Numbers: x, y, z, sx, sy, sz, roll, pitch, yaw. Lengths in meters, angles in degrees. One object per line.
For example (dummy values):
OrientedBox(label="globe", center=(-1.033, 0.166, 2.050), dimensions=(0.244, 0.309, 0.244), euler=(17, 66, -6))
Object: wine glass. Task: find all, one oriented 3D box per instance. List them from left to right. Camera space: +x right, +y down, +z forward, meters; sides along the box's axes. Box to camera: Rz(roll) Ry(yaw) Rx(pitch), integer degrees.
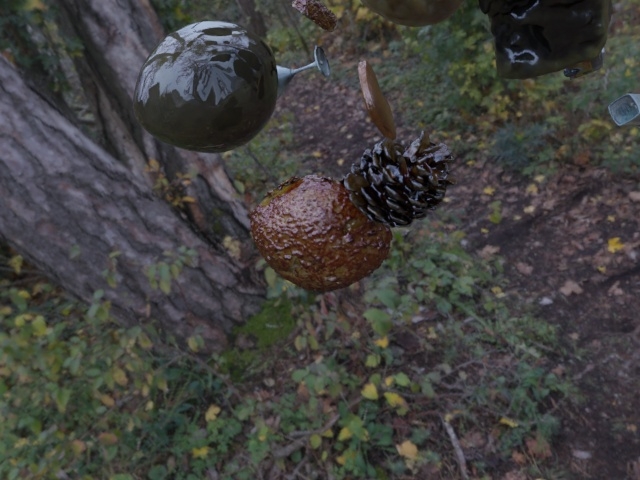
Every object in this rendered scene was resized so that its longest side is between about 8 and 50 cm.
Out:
OrientedBox(label="wine glass", center=(-0.072, -0.497, 1.619), dimensions=(0.183, 0.122, 0.122), euler=(-12, 29, 25))

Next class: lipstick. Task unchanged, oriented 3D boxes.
OrientedBox(label="lipstick", center=(0.809, -0.322, 1.368), dimensions=(0.253, 0.077, 0.079), euler=(-11, -18, -37))

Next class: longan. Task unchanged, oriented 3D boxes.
OrientedBox(label="longan", center=(-0.294, -0.401, 1.468), dimensions=(0.405, 0.336, 0.404), euler=(-21, 19, 7))

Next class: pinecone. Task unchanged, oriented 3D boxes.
OrientedBox(label="pinecone", center=(0.157, -0.114, 1.072), dimensions=(0.184, 0.179, 0.204), euler=(-45, 8, -27))

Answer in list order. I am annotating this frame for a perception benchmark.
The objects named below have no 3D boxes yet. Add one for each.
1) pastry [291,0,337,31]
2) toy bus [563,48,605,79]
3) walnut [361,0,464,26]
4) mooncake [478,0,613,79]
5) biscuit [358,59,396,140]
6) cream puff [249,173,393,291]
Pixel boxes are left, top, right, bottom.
OrientedBox(label="pastry", center=(-0.013, -0.681, 1.635), dimensions=(0.063, 0.169, 0.087), euler=(-52, 58, 19))
OrientedBox(label="toy bus", center=(0.638, -0.479, 1.358), dimensions=(0.106, 0.092, 0.268), euler=(-14, -8, 27))
OrientedBox(label="walnut", center=(0.238, -0.710, 1.339), dimensions=(0.381, 0.381, 0.381), euler=(-22, 26, 11))
OrientedBox(label="mooncake", center=(0.395, -0.496, 1.033), dimensions=(0.246, 0.393, 0.394), euler=(-7, 22, 36))
OrientedBox(label="biscuit", center=(0.158, -0.384, 1.504), dimensions=(0.036, 0.192, 0.186), euler=(-18, 62, 21))
OrientedBox(label="cream puff", center=(0.002, 0.002, 1.289), dimensions=(0.351, 0.350, 0.228), euler=(-10, 64, 32))
